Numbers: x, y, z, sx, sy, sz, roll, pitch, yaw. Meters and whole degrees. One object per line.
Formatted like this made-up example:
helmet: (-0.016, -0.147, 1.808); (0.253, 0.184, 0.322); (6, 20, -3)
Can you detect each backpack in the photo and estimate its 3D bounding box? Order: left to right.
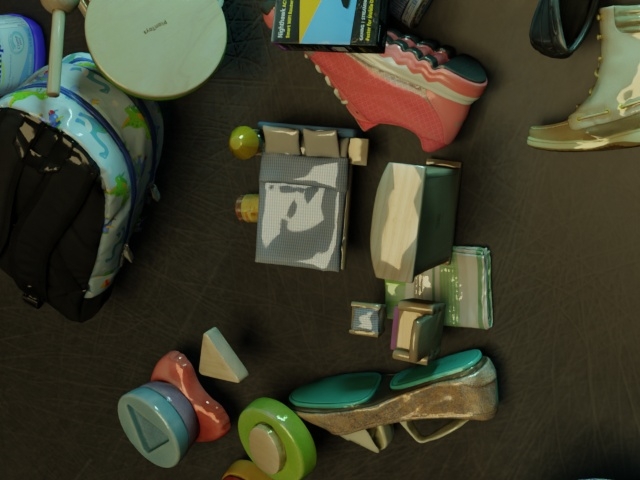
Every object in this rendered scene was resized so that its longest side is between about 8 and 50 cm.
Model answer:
backpack: (-0.368, -0.093, 1.632); (0.290, 0.273, 0.355); (37, 153, 8)

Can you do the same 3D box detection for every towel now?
towel: (0.154, 0.061, 1.539); (0.152, 0.023, 0.113); (3, 105, 27)

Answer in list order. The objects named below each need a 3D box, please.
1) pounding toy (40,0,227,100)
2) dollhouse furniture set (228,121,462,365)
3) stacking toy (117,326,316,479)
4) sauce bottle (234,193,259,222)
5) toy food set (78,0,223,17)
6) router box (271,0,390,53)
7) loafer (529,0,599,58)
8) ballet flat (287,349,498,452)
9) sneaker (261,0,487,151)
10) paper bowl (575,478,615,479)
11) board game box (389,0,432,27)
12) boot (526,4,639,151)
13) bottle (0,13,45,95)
pounding toy: (-0.247, -0.260, 1.522); (0.236, 0.110, 0.183); (-3, 81, -13)
dollhouse furniture set: (0.000, 0.000, 1.461); (0.303, 0.198, 0.286); (9, 98, 20)
stacking toy: (-0.164, 0.302, 1.666); (0.309, 0.130, 0.279); (48, 140, 9)
sauce bottle: (-0.057, -0.046, 1.605); (0.128, 0.042, 0.042); (-1, 104, 29)
toy food set: (-0.296, -0.386, 1.598); (0.219, 0.092, 0.306); (-32, 89, 31)
router box: (0.018, -0.315, 1.372); (0.133, 0.046, 0.179); (4, 85, 19)
loafer: (0.296, -0.315, 1.300); (0.076, 0.078, 0.223); (11, 97, -18)
ballet flat: (0.099, 0.233, 1.575); (0.316, 0.107, 0.106); (-14, 105, 31)
sneaker: (0.048, -0.211, 1.461); (0.314, 0.116, 0.136); (28, 117, 18)
paper bowl: (0.350, 0.442, 1.439); (0.284, 0.148, 0.284); (0, 81, 3)
board game box: (0.118, -0.365, 1.410); (0.194, 0.060, 0.194); (38, 118, 13)
boot: (0.332, -0.188, 1.343); (0.213, 0.077, 0.165); (-4, 95, 43)
bottle: (-0.512, -0.256, 1.639); (0.092, 0.283, 0.118); (14, 109, 23)
